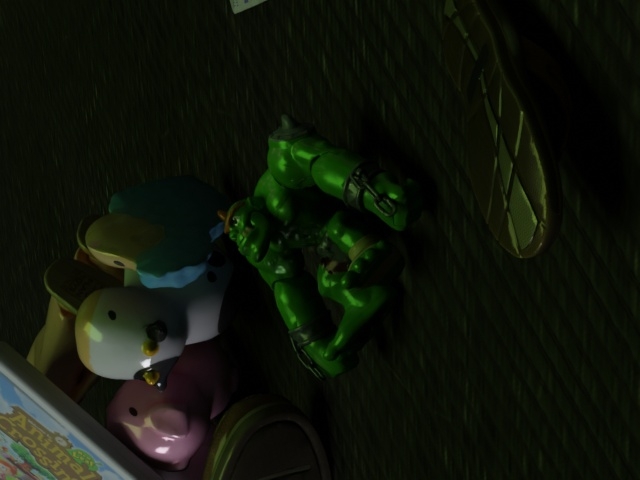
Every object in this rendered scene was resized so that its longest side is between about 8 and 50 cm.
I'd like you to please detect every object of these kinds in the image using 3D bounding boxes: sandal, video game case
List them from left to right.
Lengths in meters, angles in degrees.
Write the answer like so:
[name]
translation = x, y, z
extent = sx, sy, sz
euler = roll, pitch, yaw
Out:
[video game case]
translation = -0.228, 0.191, 1.593
extent = 0.212, 0.023, 0.193
euler = 42, 143, -7
[sandal]
translation = 0.104, -0.074, 0.988
extent = 0.072, 0.049, 0.180
euler = 111, 155, -49

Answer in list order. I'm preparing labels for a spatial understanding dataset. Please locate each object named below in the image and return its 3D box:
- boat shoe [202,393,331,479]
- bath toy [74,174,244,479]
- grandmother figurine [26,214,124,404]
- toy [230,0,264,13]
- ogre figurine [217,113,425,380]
[boat shoe]
translation = -0.060, 0.231, 1.522
extent = 0.104, 0.111, 0.307
euler = 51, 149, 45
[bath toy]
translation = -0.120, 0.122, 1.560
extent = 0.129, 0.151, 0.348
euler = 46, 149, 43
[grandmother figurine]
translation = -0.243, 0.131, 1.734
extent = 0.104, 0.208, 0.342
euler = 35, 138, 7
[toy]
translation = -0.061, -0.231, 1.284
extent = 0.237, 0.056, 0.136
euler = 177, 80, -69
[ogre figurine]
translation = 0.000, 0.000, 1.245
extent = 0.118, 0.097, 0.197
euler = 46, 165, 21
